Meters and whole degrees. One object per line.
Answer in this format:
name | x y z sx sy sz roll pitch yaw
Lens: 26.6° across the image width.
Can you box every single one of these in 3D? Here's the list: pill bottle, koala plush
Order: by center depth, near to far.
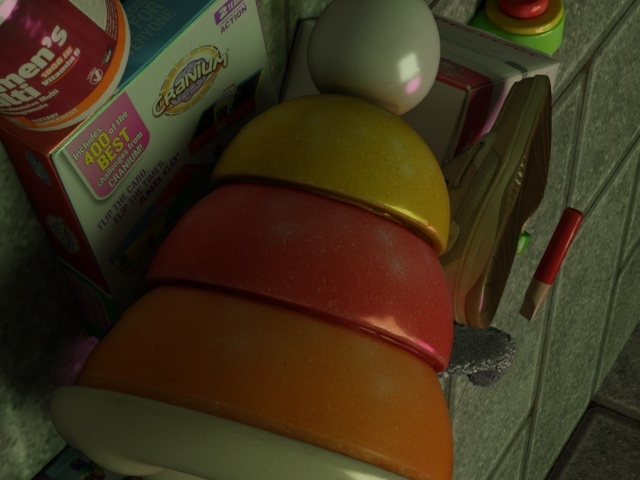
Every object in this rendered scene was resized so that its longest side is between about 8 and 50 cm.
pill bottle | -0.220 -0.158 0.863 0.121 0.121 0.221 -65 158 -5
koala plush | 0.106 0.140 1.767 0.203 0.196 0.221 -16 159 -21

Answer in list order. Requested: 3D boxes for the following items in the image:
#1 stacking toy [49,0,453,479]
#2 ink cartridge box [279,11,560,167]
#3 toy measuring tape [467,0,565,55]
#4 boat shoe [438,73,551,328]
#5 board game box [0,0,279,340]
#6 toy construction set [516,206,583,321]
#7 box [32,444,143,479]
stacking toy | 0.000 0.000 1.162 0.350 0.351 0.480 50 54 -65
ink cartridge box | 0.116 -0.167 1.497 0.283 0.207 0.117 -22 132 -59
toy measuring tape | 0.313 -0.339 1.905 0.330 0.121 0.121 -51 153 -35
boat shoe | 0.155 -0.050 1.313 0.109 0.098 0.302 72 34 -50
board game box | -0.133 -0.066 1.181 0.242 0.064 0.316 -48 151 -24
toy construction set | 0.127 0.007 1.603 0.257 0.309 0.237 -4 120 -57
box | -0.163 0.227 1.304 0.233 0.159 0.044 -45 149 -43
